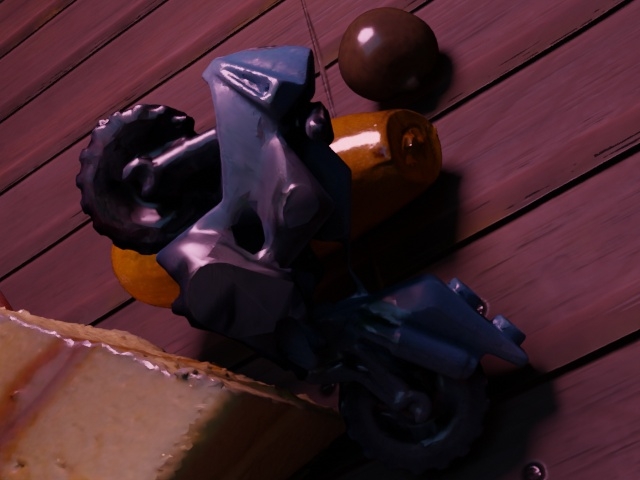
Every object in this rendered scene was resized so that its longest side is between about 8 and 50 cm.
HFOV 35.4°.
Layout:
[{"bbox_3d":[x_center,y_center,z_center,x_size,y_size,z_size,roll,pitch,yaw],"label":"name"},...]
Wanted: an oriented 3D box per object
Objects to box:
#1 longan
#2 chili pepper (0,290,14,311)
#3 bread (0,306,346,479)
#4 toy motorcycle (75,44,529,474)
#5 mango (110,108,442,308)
[{"bbox_3d":[0.074,-0.198,1.080,0.113,0.092,0.113,-4,64,9],"label":"longan"},{"bbox_3d":[-0.418,0.200,1.146,0.251,0.229,0.305,-42,55,-10],"label":"chili pepper"},{"bbox_3d":[-0.243,0.233,0.898,0.345,0.242,0.405,27,81,33],"label":"bread"},{"bbox_3d":[0.000,0.000,0.833,0.416,0.172,0.232,40,96,2],"label":"toy motorcycle"},{"bbox_3d":[-0.047,-0.032,1.012,0.359,0.144,0.187,-23,4,3],"label":"mango"}]
